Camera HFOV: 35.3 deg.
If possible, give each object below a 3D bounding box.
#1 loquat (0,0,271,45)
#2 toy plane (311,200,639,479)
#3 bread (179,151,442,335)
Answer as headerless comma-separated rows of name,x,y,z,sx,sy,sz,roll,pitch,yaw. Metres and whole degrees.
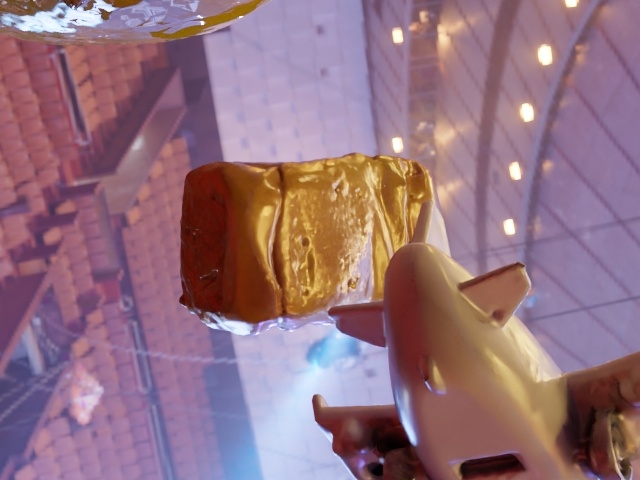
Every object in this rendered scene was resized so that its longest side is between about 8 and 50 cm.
loquat,-0.106,-0.212,0.471,0.275,0.275,0.275,169,-90,-79
toy plane,0.104,0.096,0.615,0.117,0.245,0.244,-73,166,-49
bread,0.000,0.000,1.000,0.132,0.294,0.166,-4,-88,47
